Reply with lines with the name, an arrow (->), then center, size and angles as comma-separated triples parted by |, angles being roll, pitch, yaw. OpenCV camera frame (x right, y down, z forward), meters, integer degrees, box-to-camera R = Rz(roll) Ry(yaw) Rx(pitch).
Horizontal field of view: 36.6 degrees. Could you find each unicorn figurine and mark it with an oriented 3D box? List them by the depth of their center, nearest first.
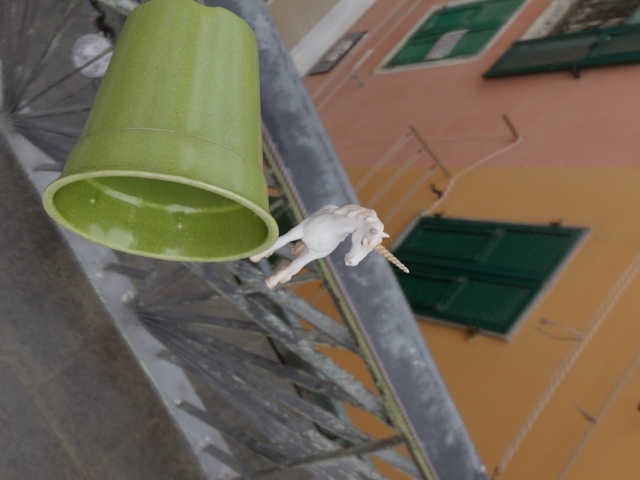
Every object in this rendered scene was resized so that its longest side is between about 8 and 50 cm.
unicorn figurine -> 0.000, 0.000, 0.806 | 0.111, 0.162, 0.060 | -31, 110, 8

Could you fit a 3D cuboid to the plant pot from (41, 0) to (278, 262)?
plant pot -> -0.052, -0.043, 0.356 | 0.083, 0.083, 0.079 | 20, 66, -32
